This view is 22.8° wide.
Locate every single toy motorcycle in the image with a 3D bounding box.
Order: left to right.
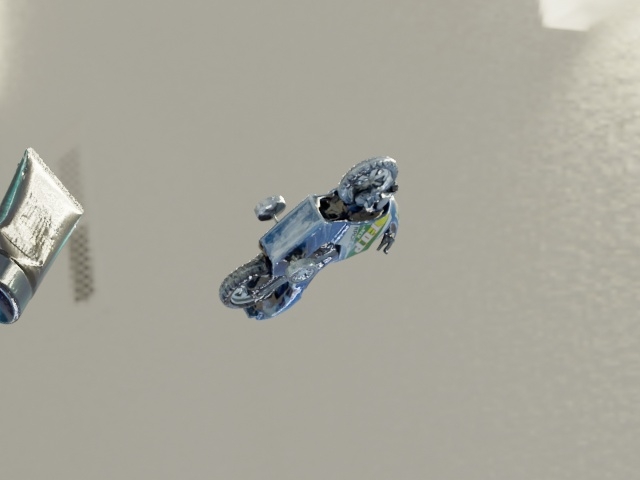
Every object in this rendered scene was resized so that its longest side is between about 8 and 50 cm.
[{"bbox_3d":[0.000,0.000,1.682,0.254,0.135,0.092,-40,-118,21],"label":"toy motorcycle"}]

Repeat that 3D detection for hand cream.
[{"bbox_3d":[-0.377,-0.005,2.027,0.061,0.120,0.270,-27,-154,25],"label":"hand cream"}]
